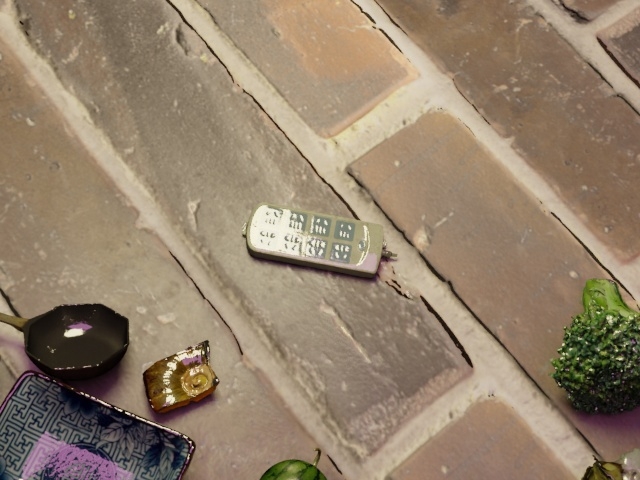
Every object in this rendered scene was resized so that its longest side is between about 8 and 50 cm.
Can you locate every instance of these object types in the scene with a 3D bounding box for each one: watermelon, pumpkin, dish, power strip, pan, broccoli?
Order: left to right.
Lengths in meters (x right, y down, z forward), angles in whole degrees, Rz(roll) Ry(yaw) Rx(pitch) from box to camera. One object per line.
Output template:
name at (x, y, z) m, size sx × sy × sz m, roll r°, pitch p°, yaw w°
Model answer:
pan at (-0.343, 0.122, 1.182) m, size 0.202 × 0.048 × 0.128 m, roll 26°, pitch 37°, yaw 26°
dish at (-0.294, 0.289, 1.102) m, size 0.243 × 0.080 × 0.182 m, roll 22°, pitch 65°, yaw 7°
pumpkin at (-0.182, 0.183, 1.189) m, size 0.101 × 0.035 × 0.073 m, roll -21°, pitch 59°, yaw -11°
watermelon at (-0.031, 0.317, 1.113) m, size 0.109 × 0.109 × 0.109 m, roll 2°, pitch 66°, yaw -5°
power strip at (0.000, 0.000, 1.288) m, size 0.227 × 0.029 × 0.080 m, roll 10°, pitch 66°, yaw -2°
broccoli at (0.406, 0.122, 1.224) m, size 0.220 × 0.194 × 0.194 m, roll -18°, pitch 68°, yaw 11°

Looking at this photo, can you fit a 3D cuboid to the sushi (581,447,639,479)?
sushi at (0.468, 0.339, 1.156) m, size 0.291 × 0.139 × 0.131 m, roll 0°, pitch 47°, yaw -7°
